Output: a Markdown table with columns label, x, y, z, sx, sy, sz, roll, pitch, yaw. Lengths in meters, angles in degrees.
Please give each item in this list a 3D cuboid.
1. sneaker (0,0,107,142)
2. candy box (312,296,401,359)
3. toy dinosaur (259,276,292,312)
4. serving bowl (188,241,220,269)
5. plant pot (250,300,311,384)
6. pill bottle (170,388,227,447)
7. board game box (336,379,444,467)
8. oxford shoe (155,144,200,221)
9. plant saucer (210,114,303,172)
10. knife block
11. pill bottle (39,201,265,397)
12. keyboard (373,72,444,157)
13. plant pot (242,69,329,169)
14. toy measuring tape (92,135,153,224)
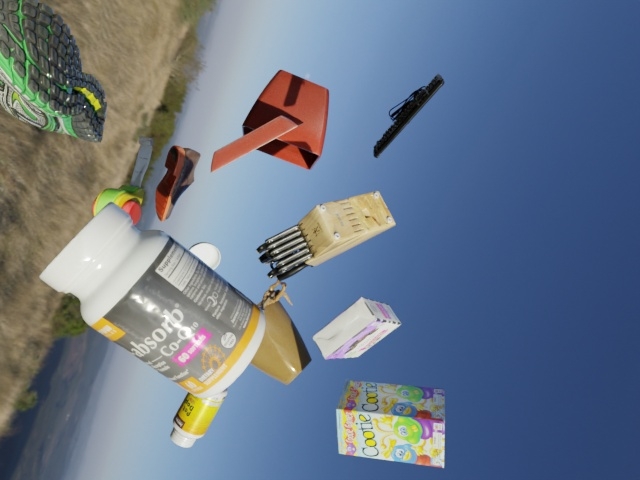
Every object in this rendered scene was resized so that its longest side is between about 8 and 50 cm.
| label | x | y | z | sx | sy | sz | roll | pitch | yaw |
| --- | --- | --- | --- | --- | --- | --- | --- | --- | --- |
| sneaker | -0.439 | -0.236 | 0.657 | 0.343 | 0.146 | 0.134 | 144 | -52 | -74 |
| candy box | 0.099 | 0.230 | 1.129 | 0.165 | 0.196 | 0.070 | -41 | -118 | 14 |
| toy dinosaur | -0.133 | 0.158 | 1.285 | 0.211 | 0.064 | 0.112 | -19 | 137 | -64 |
| serving bowl | -0.286 | 0.038 | 1.064 | 0.083 | 0.083 | 0.027 | -64 | -151 | 18 |
| plant pot | -0.156 | 0.352 | 1.483 | 0.237 | 0.254 | 0.237 | -44 | 171 | -9 |
| pill bottle | -0.405 | 0.562 | 1.443 | 0.215 | 0.117 | 0.117 | -61 | -159 | -1 |
| board game box | 0.193 | 0.487 | 1.186 | 0.144 | 0.275 | 0.142 | -48 | 136 | -69 |
| oxford shoe | -0.464 | -0.175 | 1.430 | 0.097 | 0.098 | 0.271 | 48 | -59 | 32 |
| plant saucer | -0.177 | -0.283 | 1.222 | 0.258 | 0.048 | 0.259 | -26 | -165 | 9 |
| knife block | 0.000 | 0.000 | 0.995 | 0.242 | 0.275 | 0.088 | -39 | -107 | 50 |
| pill bottle | -0.226 | 0.085 | 0.622 | 0.162 | 0.278 | 0.162 | -39 | -158 | 20 |
| keyboard | 0.163 | -0.255 | 0.872 | 0.192 | 0.038 | 0.100 | -46 | -168 | 25 |
| plant pot | -0.103 | -0.420 | 1.513 | 0.267 | 0.267 | 0.236 | 175 | -66 | -81 |
| toy measuring tape | -0.532 | -0.142 | 1.181 | 0.121 | 0.121 | 0.330 | -9 | -113 | 66 |
